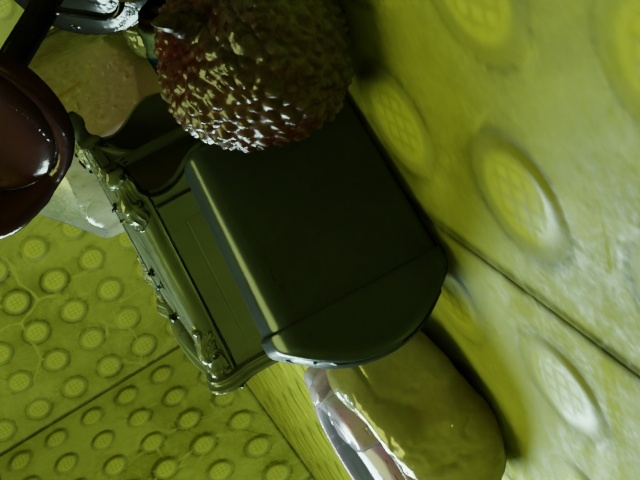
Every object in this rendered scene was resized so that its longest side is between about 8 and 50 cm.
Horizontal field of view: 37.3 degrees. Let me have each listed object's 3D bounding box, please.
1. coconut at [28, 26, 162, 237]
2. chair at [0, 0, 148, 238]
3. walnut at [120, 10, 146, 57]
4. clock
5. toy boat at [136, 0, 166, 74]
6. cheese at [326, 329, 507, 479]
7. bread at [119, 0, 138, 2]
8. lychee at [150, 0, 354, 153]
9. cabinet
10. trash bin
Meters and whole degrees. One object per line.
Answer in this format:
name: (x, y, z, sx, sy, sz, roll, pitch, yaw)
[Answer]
coconut: (-0.352, -0.164, 1.457, 0.353, 0.352, 0.352, 55, 167, 19)
chair: (-0.341, -0.204, 1.060, 0.226, 0.226, 0.401, 72, -157, -46)
walnut: (-0.235, -0.293, 1.298, 0.092, 0.092, 0.092, 55, 167, 19)
clock: (0.089, 0.294, 1.332, 0.296, 0.113, 0.322, 61, 168, -12)
toy boat: (-0.119, -0.200, 0.979, 0.115, 0.114, 0.262, 60, 169, -26)
cheese: (0.102, 0.187, 1.033, 0.226, 0.117, 0.214, 52, 173, 10)
bread: (-0.204, -0.350, 0.940, 0.230, 0.123, 0.230, 53, 164, 22)
lychee: (-0.059, -0.149, 0.734, 0.197, 0.165, 0.165, 15, -156, -44)
cabinet: (-0.141, -0.035, 1.187, 0.290, 0.227, 0.318, 39, 157, 59)
trash bin: (0.000, 0.000, 0.850, 0.236, 0.176, 0.101, 62, 168, 4)
